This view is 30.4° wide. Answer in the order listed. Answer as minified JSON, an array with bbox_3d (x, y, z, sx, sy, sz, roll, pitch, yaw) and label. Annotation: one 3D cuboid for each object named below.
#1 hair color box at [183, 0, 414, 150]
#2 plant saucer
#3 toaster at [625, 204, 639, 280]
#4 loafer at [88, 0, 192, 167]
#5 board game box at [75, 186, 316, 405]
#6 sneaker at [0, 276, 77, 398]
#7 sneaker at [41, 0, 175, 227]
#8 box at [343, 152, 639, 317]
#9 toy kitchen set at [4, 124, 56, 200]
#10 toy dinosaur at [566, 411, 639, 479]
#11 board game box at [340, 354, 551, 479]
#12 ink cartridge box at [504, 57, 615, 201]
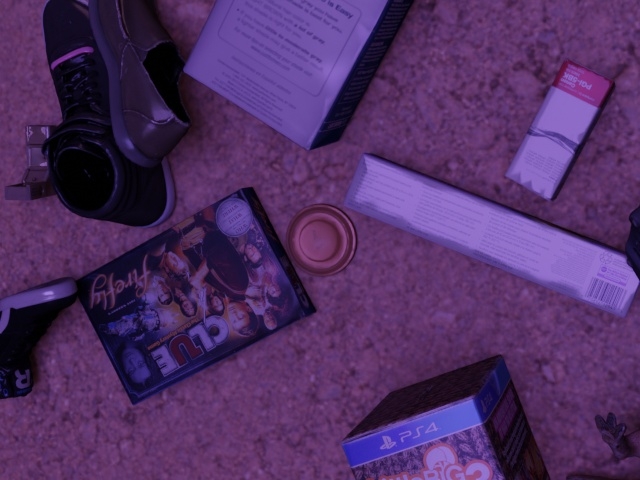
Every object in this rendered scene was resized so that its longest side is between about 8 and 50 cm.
[{"bbox_3d":[0.014,-0.288,1.239,0.174,0.105,0.347,33,110,12],"label":"hair color box"},{"bbox_3d":[0.000,0.000,1.337,0.084,0.013,0.083,1,94,15],"label":"plant saucer"},{"bbox_3d":[0.401,0.037,1.105,0.146,0.129,0.227,-26,60,-2],"label":"toaster"},{"bbox_3d":[-0.188,-0.206,1.304,0.087,0.094,0.251,-23,71,27],"label":"loafer"},{"bbox_3d":[-0.149,0.066,1.366,0.243,0.042,0.165,-29,87,15],"label":"board game box"},{"bbox_3d":[-0.352,0.123,1.400,0.217,0.079,0.121,-18,93,34],"label":"sneaker"},{"bbox_3d":[-0.262,-0.151,1.326,0.105,0.147,0.295,-22,88,17],"label":"sneaker"},{"bbox_3d":[0.186,-0.008,1.261,0.324,0.063,0.067,21,98,12],"label":"box"},{"bbox_3d":[-0.324,-0.092,1.383,0.068,0.075,0.083,2,99,14],"label":"toy kitchen set"},{"bbox_3d":[0.400,0.214,1.200,0.295,0.200,0.127,-47,50,36],"label":"toy dinosaur"},{"bbox_3d":[0.161,0.291,1.204,0.141,0.232,0.291,-22,88,16],"label":"board game box"},{"bbox_3d":[0.248,-0.114,1.217,0.056,0.099,0.135,28,100,11],"label":"ink cartridge box"}]
